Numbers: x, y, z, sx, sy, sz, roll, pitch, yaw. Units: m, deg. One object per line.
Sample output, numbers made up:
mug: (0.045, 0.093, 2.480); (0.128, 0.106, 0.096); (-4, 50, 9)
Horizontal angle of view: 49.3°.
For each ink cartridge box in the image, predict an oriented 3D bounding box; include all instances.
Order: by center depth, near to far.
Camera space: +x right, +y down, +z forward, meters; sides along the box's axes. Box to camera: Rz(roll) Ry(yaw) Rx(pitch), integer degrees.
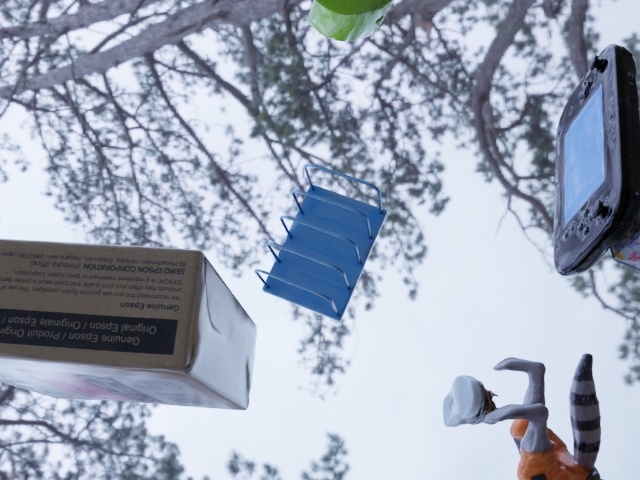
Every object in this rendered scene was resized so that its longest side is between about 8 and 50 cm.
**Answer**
ink cartridge box: (-0.165, 0.077, 0.560); (0.234, 0.194, 0.088); (75, -163, -70)

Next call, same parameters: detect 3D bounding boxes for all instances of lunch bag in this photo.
lunch bag: (0.401, 0.001, 0.848); (0.083, 0.071, 0.053); (20, -137, -23)

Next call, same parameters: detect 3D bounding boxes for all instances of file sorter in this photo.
file sorter: (0.000, 0.000, 0.927); (0.104, 0.118, 0.170); (66, -134, -69)

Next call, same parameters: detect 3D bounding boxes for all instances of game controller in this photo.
game controller: (0.352, -0.107, 0.903); (0.067, 0.166, 0.319); (23, -126, -9)

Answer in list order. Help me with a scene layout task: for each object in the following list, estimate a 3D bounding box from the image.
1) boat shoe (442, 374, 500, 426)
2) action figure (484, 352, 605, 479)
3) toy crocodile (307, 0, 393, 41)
boat shoe: (0.253, 0.255, 1.111); (0.183, 0.083, 0.065); (97, 170, -65)
action figure: (0.301, 0.316, 0.790); (0.341, 0.179, 0.330); (-29, -86, -85)
toy crocodile: (-0.003, -0.337, 0.581); (0.105, 0.115, 0.340); (-18, -85, -15)
